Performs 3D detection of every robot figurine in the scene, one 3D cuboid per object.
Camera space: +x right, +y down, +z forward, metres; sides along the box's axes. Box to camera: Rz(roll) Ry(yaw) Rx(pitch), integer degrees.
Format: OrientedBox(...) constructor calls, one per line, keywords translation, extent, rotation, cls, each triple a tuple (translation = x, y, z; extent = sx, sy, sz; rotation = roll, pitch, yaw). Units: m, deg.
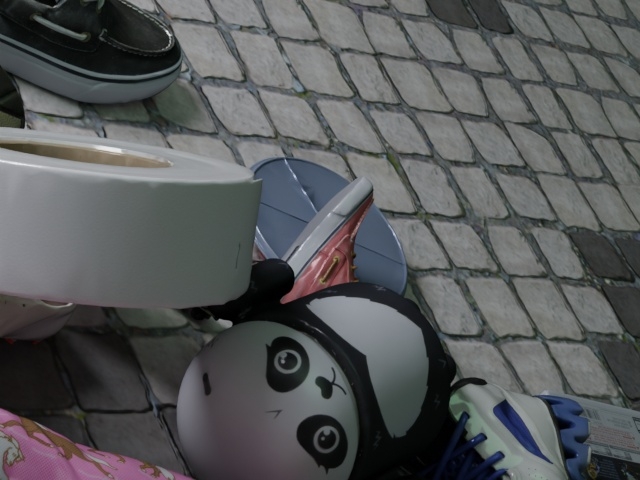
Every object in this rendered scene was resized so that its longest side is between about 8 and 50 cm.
OrientedBox(translation=(0.003, 0.130, 1.591), extent=(0.209, 0.173, 0.278), rotation=(21, 22, 29), cls="robot figurine")

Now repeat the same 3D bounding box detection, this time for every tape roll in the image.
OrientedBox(translation=(-0.194, -0.022, 1.480), extent=(0.286, 0.100, 0.286), rotation=(8, 7, -1), cls="tape roll")

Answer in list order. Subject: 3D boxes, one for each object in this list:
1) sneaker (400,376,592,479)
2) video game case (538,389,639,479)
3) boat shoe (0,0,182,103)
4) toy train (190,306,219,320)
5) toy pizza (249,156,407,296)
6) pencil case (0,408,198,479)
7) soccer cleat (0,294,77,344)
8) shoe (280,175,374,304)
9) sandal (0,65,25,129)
OrientedBox(translation=(0.158, 0.234, 1.707), extent=(0.182, 0.127, 0.315), rotation=(24, 30, -21), cls="sneaker")
OrientedBox(translation=(0.320, 0.243, 1.951), extent=(0.190, 0.022, 0.173), rotation=(16, 41, -37), cls="video game case")
OrientedBox(translation=(-0.254, -0.221, 1.775), extent=(0.335, 0.119, 0.121), rotation=(12, 44, -39), cls="boat shoe")
OrientedBox(translation=(-0.150, 0.020, 1.685), extent=(0.158, 0.036, 0.027), rotation=(36, 33, -11), cls="toy train")
OrientedBox(translation=(0.000, 0.000, 1.875), extent=(0.201, 0.032, 0.201), rotation=(26, 37, -22), cls="toy pizza")
OrientedBox(translation=(-0.153, 0.215, 1.344), extent=(0.386, 0.160, 0.167), rotation=(23, 57, -28), cls="pencil case")
OrientedBox(translation=(-0.268, 0.054, 1.479), extent=(0.196, 0.076, 0.068), rotation=(-11, 60, -52), cls="soccer cleat")
OrientedBox(translation=(0.011, 0.027, 1.769), extent=(0.081, 0.063, 0.178), rotation=(42, 71, -9), cls="shoe")
OrientedBox(translation=(-0.378, -0.183, 1.637), extent=(0.120, 0.086, 0.302), rotation=(-40, 102, -35), cls="sandal")
